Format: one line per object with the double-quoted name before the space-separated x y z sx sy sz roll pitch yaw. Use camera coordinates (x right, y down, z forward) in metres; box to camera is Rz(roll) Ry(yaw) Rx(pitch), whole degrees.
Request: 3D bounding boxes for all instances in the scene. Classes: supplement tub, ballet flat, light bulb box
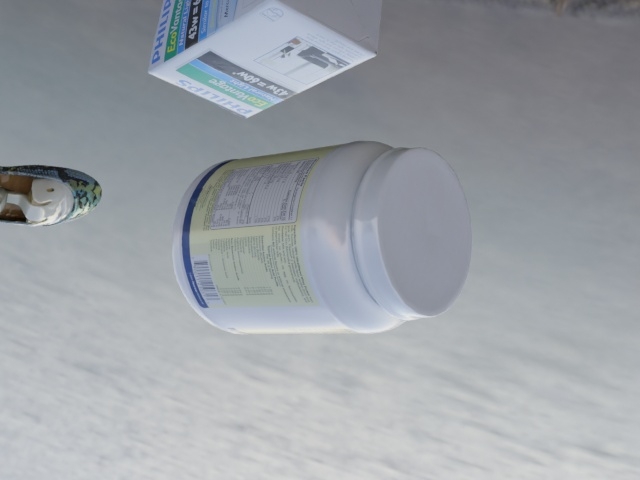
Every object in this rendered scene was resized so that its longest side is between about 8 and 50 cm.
"supplement tub" 0.000 0.000 1.335 0.324 0.235 0.235 -4 150 39
"ballet flat" -0.296 -0.038 1.014 0.188 0.070 0.070 2 169 -27
"light bulb box" -0.086 -0.448 1.821 0.225 0.358 0.361 22 154 -36
